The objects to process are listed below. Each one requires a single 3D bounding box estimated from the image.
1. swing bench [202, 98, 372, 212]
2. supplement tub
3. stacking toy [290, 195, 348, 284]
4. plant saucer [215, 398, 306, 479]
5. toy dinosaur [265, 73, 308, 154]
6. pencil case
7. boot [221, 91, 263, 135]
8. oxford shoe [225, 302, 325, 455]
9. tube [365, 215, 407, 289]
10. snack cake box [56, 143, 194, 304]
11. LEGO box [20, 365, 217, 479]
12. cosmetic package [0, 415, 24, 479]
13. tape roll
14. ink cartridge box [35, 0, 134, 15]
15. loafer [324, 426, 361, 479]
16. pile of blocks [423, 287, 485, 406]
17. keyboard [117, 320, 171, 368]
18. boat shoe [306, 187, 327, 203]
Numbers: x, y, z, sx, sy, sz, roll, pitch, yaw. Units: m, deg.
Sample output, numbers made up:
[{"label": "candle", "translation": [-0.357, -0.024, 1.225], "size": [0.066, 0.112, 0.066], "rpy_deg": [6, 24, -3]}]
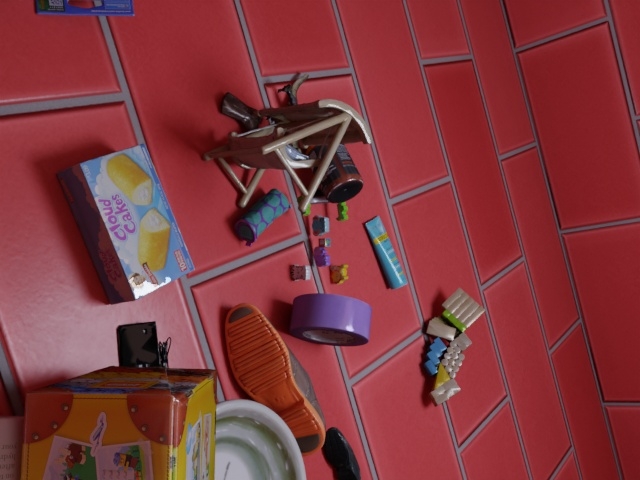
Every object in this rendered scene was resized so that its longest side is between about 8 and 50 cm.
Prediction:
[{"label": "swing bench", "translation": [-0.072, -0.205, 1.485], "size": [0.255, 0.253, 0.165], "rpy_deg": [-48, 119, -25]}, {"label": "supplement tub", "translation": [0.026, -0.199, 1.718], "size": [0.106, 0.106, 0.198], "rpy_deg": [5, 52, -48]}, {"label": "stacking toy", "translation": [0.000, 0.000, 1.706], "size": [0.167, 0.052, 0.221], "rpy_deg": [3, 85, -50]}, {"label": "plant saucer", "translation": [-0.193, 0.518, 1.342], "size": [0.400, 0.100, 0.400], "rpy_deg": [13, 72, -47]}, {"label": "toy dinosaur", "translation": [-0.076, -0.321, 1.699], "size": [0.118, 0.064, 0.268], "rpy_deg": [33, 56, -57]}, {"label": "pencil case", "translation": [-0.133, -0.056, 1.568], "size": [0.152, 0.064, 0.070], "rpy_deg": [-47, 141, -43]}, {"label": "boot", "translation": [-0.191, -0.276, 1.576], "size": [0.114, 0.037, 0.106], "rpy_deg": [26, 63, -39]}, {"label": "oxford shoe", "translation": [-0.100, 0.296, 1.514], "size": [0.133, 0.130, 0.364], "rpy_deg": [-59, 125, -77]}, {"label": "tube", "translation": [0.185, 0.036, 1.933], "size": [0.080, 0.052, 0.207], "rpy_deg": [-30, 98, -58]}, {"label": "snack cake box", "translation": [-0.363, -0.032, 1.279], "size": [0.152, 0.089, 0.264], "rpy_deg": [-31, 105, -49]}, {"label": "LEGO box", "translation": [-0.273, 0.449, 0.983], "size": [0.372, 0.193, 0.500], "rpy_deg": [98, -7, -84]}, {"label": "cosmetic package", "translation": [-0.494, 0.434, 0.778], "size": [0.230, 0.161, 0.453], "rpy_deg": [16, 70, -47]}, {"label": "tape roll", "translation": [0.024, 0.189, 1.598], "size": [0.189, 0.189, 0.080], "rpy_deg": [26, 62, -43]}, {"label": "ink cartridge box", "translation": [-0.451, -0.578, 1.269], "size": [0.185, 0.065, 0.311], "rpy_deg": [-5, 87, -22]}, {"label": "loafer", "translation": [0.054, 0.526, 1.667], "size": [0.061, 0.062, 0.170], "rpy_deg": [-52, 126, -67]}, {"label": "pile of blocks", "translation": [0.378, 0.327, 2.061], "size": [0.113, 0.149, 0.362], "rpy_deg": [94, 17, -67]}, {"label": "keyboard", "translation": [-0.333, 0.253, 1.303], "size": [0.100, 0.038, 0.192], "rpy_deg": [-3, 85, -26]}, {"label": "boat shoe", "translation": [0.014, -0.119, 1.765], "size": [0.142, 0.049, 0.040], "rpy_deg": [-9, 88, -47]}]
